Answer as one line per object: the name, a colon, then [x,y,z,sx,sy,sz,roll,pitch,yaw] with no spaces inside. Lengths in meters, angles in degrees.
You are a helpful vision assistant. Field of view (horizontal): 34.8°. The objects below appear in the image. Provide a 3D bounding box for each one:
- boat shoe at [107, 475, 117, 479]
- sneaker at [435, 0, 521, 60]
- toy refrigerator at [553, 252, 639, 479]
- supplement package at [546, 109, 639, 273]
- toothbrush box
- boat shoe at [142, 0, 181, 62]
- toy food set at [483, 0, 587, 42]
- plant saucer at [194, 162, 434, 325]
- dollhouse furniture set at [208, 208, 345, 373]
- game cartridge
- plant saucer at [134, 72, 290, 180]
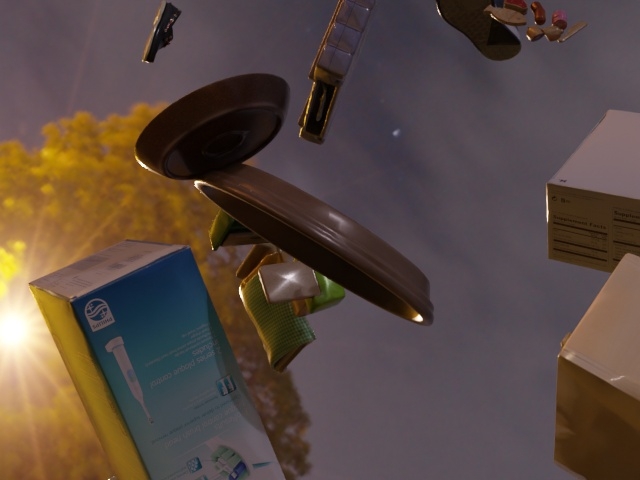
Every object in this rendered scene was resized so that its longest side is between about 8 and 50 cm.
boat shoe: [-0.251,0.361,1.201,0.079,0.227,0.081,-1,-73,13]
sneaker: [0.227,-0.389,1.516,0.086,0.163,0.226,-14,-27,25]
toy refrigerator: [0.252,0.125,0.841,0.094,0.102,0.269,30,-18,24]
supplement package: [0.500,-0.075,1.592,0.204,0.262,0.145,14,-50,32]
toothbrush box: [-0.162,0.157,1.026,0.216,0.126,0.295,2,-65,64]
boat shoe: [-0.265,-0.346,1.705,0.042,0.133,0.049,26,-37,-18]
toy food set: [0.283,-0.288,1.339,0.122,0.078,0.019,35,-33,32]
plant saucer: [0.000,0.000,1.027,0.278,0.041,0.278,31,-6,3]
dollhouse furniture set: [-0.105,0.086,1.660,0.301,0.151,0.197,-53,-130,54]
game cartridge: [0.035,-0.306,1.611,0.068,0.230,0.355,18,-12,-2]
plant saucer: [-0.101,-0.106,1.015,0.029,0.169,0.168,62,-26,15]
